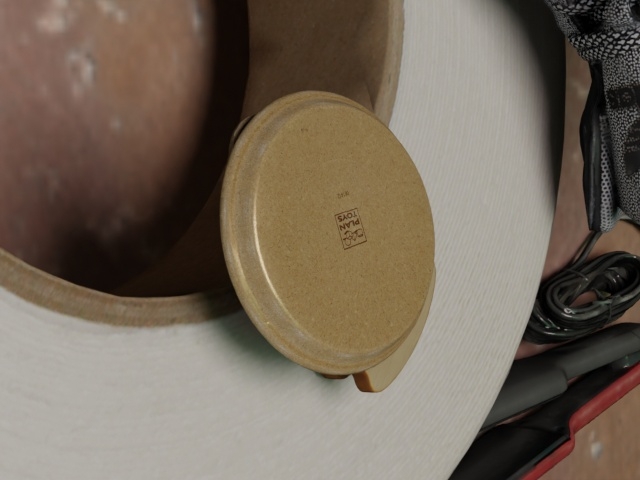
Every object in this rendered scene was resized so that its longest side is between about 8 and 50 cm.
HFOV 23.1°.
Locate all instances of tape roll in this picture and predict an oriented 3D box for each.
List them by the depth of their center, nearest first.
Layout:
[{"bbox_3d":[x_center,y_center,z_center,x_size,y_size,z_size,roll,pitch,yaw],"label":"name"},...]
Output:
[{"bbox_3d":[-0.073,-0.077,0.436,0.392,0.072,0.392,7,79,-45],"label":"tape roll"}]

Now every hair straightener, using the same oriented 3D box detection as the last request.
[{"bbox_3d":[0.103,0.042,0.656,0.230,0.047,0.089,-23,109,-37],"label":"hair straightener"}]

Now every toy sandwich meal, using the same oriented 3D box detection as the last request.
[{"bbox_3d":[0.000,0.000,0.429,0.085,0.029,0.085,9,76,-42],"label":"toy sandwich meal"}]

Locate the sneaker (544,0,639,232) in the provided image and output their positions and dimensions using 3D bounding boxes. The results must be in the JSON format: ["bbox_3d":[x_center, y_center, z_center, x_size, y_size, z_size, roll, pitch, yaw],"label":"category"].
[{"bbox_3d":[0.093,-0.084,0.478,0.268,0.101,0.153,6,77,-48],"label":"sneaker"}]
